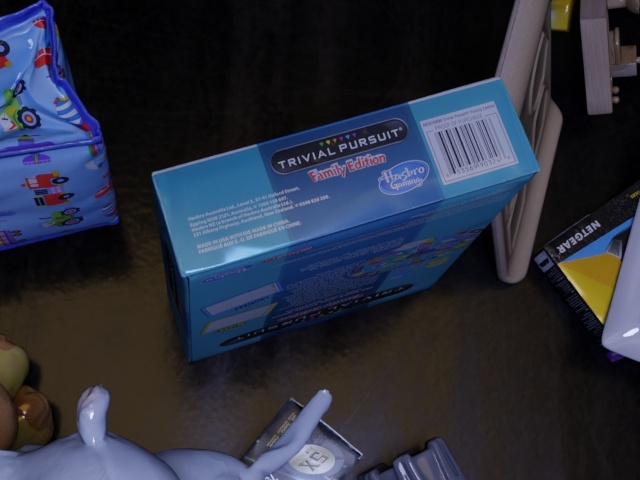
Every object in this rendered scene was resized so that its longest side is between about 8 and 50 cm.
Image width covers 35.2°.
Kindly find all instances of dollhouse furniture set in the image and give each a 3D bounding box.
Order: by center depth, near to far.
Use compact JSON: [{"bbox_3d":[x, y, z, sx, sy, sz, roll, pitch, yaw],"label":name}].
[{"bbox_3d":[0.330,-0.233,1.022,0.123,0.144,0.151,-2,44,18],"label":"dollhouse furniture set"}]

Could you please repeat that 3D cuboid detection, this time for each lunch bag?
[{"bbox_3d":[-0.338,-0.056,0.862,0.293,0.221,0.138,-21,78,-12],"label":"lunch bag"}]

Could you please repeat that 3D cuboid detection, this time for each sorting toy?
[{"bbox_3d":[0.195,-0.137,0.961,0.041,0.229,0.307,10,69,21],"label":"sorting toy"}]

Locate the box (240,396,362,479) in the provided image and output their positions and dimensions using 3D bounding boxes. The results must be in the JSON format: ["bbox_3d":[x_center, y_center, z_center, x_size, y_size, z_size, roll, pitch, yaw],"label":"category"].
[{"bbox_3d":[-0.057,0.232,0.852,0.077,0.147,0.180,39,73,6],"label":"box"}]

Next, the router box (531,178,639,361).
[{"bbox_3d":[0.323,0.017,1.013,0.179,0.046,0.133,-34,81,-15],"label":"router box"}]

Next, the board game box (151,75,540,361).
[{"bbox_3d":[0.000,0.000,0.827,0.254,0.336,0.079,-16,77,-11],"label":"board game box"}]

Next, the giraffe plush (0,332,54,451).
[{"bbox_3d":[-0.307,0.156,0.805,0.181,0.170,0.210,34,67,-15],"label":"giraffe plush"}]

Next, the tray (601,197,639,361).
[{"bbox_3d":[0.376,0.003,0.984,0.145,0.030,0.270,21,72,-2],"label":"tray"}]

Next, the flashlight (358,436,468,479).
[{"bbox_3d":[0.148,0.320,0.875,0.103,0.103,0.304,-24,79,-12],"label":"flashlight"}]

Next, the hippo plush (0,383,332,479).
[{"bbox_3d":[-0.131,0.223,0.645,0.294,0.236,0.234,-11,74,5],"label":"hippo plush"}]
